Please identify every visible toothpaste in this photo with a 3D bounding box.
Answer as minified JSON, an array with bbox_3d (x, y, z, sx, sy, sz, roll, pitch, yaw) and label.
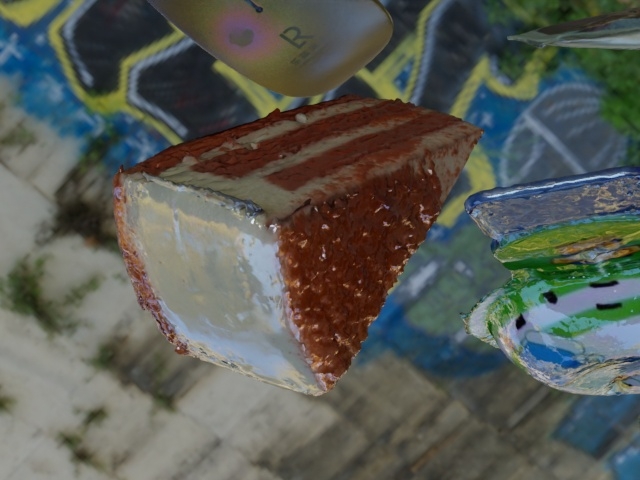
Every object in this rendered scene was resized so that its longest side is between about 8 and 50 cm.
[{"bbox_3d":[0.241,-0.150,0.869,0.062,0.216,0.037,-144,48,-73],"label":"toothpaste"}]

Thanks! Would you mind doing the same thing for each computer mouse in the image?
[{"bbox_3d":[-0.064,-0.252,1.232,0.310,0.158,0.071,35,-148,-32],"label":"computer mouse"}]

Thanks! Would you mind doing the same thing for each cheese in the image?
[{"bbox_3d":[0.172,0.030,0.717,0.320,0.204,0.083,39,-134,-59],"label":"cheese"}]

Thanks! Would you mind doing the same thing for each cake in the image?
[{"bbox_3d":[0.000,0.000,0.892,0.158,0.159,0.262,17,-152,38],"label":"cake"}]

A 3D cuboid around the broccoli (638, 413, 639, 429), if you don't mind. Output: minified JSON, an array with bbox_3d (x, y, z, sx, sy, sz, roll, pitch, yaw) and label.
[{"bbox_3d":[0.399,0.151,1.045,0.243,0.263,0.247,26,-153,3],"label":"broccoli"}]
